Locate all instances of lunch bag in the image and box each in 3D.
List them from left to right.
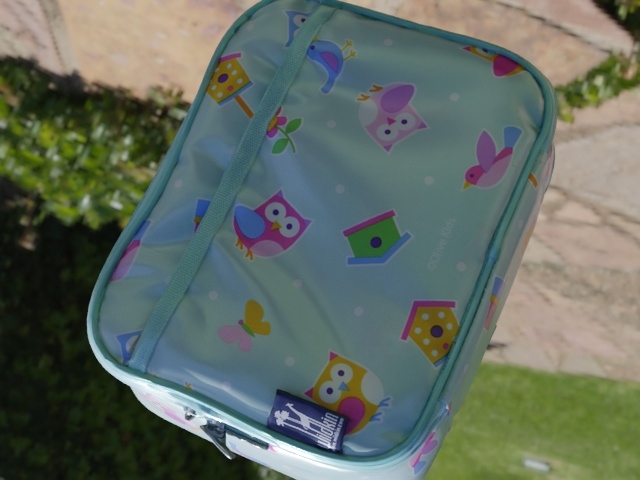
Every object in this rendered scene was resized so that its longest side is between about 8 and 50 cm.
[{"bbox_3d":[0.000,0.000,0.739,0.224,0.279,0.108,21,163,14],"label":"lunch bag"}]
